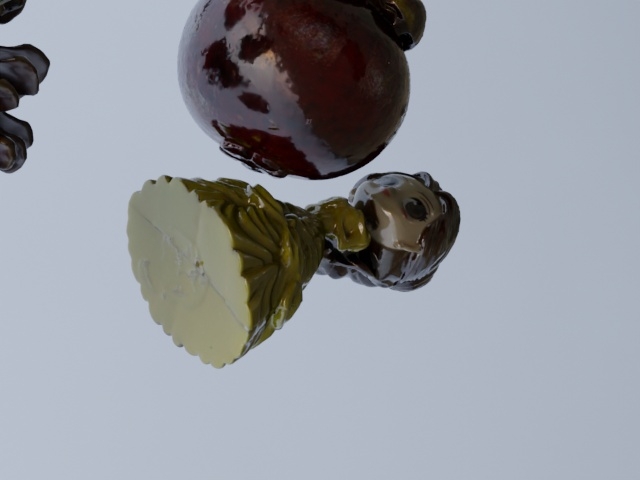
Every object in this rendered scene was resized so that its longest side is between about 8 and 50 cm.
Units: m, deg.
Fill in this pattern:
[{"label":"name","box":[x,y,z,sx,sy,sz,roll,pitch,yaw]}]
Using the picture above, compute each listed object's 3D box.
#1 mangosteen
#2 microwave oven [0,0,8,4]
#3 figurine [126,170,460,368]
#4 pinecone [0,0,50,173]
[{"label":"mangosteen","box":[-0.007,-0.180,1.598,0.257,0.215,0.215,-62,-29,-9]},{"label":"microwave oven","box":[-0.261,-0.266,1.193,0.145,0.194,0.240,46,147,20]},{"label":"figurine","box":[0.001,-0.004,1.671,0.315,0.187,0.168,-14,-72,-37]},{"label":"pinecone","box":[-0.342,-0.121,1.428,0.264,0.264,0.264,-13,-90,-73]}]
